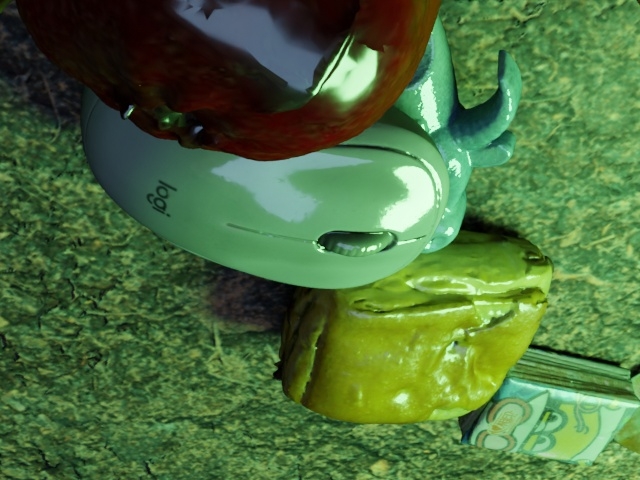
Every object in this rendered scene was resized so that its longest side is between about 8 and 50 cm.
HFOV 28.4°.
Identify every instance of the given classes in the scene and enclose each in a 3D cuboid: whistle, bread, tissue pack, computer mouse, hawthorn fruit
[{"bbox_3d":[0.074,-0.094,1.009,0.180,0.093,0.269,2,137,20],"label":"whistle"},{"bbox_3d":[0.084,0.086,1.168,0.235,0.099,0.210,3,134,-19],"label":"bread"},{"bbox_3d":[0.233,0.172,1.303,0.155,0.065,0.115,12,131,-17],"label":"tissue pack"},{"bbox_3d":[-0.053,-0.052,0.965,0.296,0.121,0.184,27,133,0],"label":"computer mouse"},{"bbox_3d":[-0.045,-0.206,0.787,0.265,0.307,0.265,17,174,2],"label":"hawthorn fruit"}]

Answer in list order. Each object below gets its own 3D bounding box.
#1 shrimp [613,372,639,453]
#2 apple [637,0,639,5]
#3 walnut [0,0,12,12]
[{"bbox_3d":[0.426,0.174,1.334,0.251,0.052,0.144,-10,132,5],"label":"shrimp"},{"bbox_3d":[0.342,-0.237,0.712,0.339,0.340,0.340,-3,135,-3],"label":"apple"},{"bbox_3d":[-0.287,-0.231,0.811,0.204,0.141,0.238,19,130,-38],"label":"walnut"}]
